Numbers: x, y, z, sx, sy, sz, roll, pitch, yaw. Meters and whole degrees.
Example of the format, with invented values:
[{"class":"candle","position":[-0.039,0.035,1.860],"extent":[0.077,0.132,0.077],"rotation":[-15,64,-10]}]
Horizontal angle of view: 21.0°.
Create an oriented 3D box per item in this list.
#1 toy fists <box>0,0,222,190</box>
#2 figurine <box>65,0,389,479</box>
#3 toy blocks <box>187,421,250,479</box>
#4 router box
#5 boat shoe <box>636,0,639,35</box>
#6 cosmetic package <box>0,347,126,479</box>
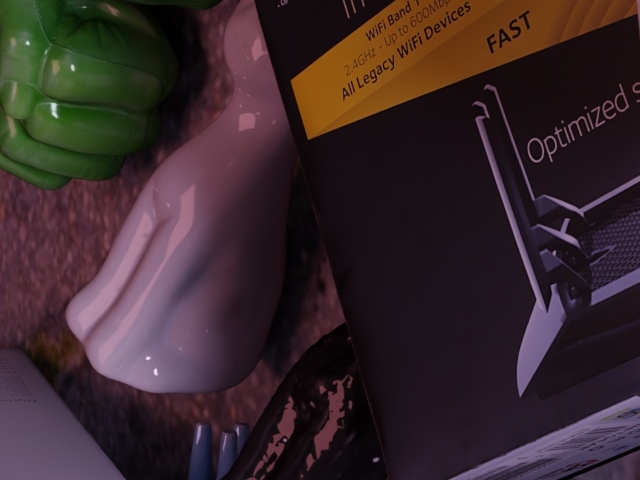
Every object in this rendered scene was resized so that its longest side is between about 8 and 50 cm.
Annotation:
[{"class":"toy fists","position":[-0.104,-0.139,0.809],"extent":[0.279,0.096,0.142],"rotation":[-54,51,41]},{"class":"figurine","position":[0.000,0.000,0.691],"extent":[0.215,0.092,0.209],"rotation":[51,123,41]},{"class":"toy blocks","position":[-0.066,0.151,0.814],"extent":[0.123,0.054,0.148],"rotation":[15,104,56]},{"class":"router box","position":[0.114,-0.091,0.469],"extent":[0.309,0.081,0.243],"rotation":[-31,67,41]},{"class":"boat shoe","position":[0.088,-0.193,0.360],"extent":[0.156,0.135,0.367],"rotation":[-4,94,48]},{"class":"cosmetic package","position":[-0.189,0.185,0.820],"extent":[0.385,0.156,0.217],"rotation":[-162,74,-72]}]
